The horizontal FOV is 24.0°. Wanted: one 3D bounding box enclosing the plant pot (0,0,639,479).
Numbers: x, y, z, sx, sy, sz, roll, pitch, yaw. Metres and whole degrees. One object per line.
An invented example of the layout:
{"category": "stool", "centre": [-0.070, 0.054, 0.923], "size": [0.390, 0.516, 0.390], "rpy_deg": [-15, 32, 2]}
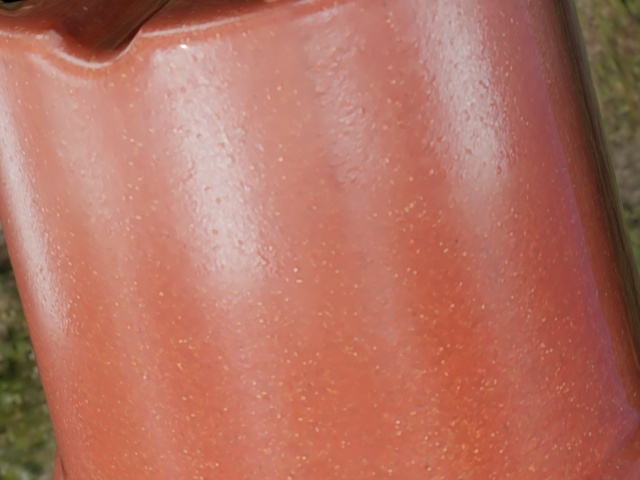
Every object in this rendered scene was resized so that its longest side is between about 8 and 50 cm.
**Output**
{"category": "plant pot", "centre": [0.000, 0.000, 0.557], "size": [0.272, 0.272, 0.265], "rpy_deg": [-19, 120, -11]}
